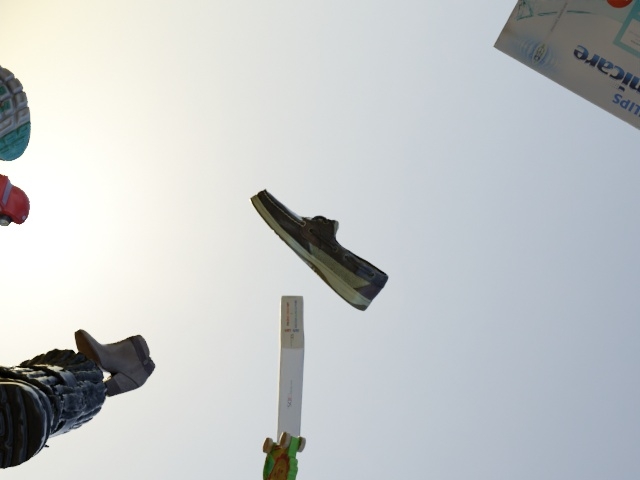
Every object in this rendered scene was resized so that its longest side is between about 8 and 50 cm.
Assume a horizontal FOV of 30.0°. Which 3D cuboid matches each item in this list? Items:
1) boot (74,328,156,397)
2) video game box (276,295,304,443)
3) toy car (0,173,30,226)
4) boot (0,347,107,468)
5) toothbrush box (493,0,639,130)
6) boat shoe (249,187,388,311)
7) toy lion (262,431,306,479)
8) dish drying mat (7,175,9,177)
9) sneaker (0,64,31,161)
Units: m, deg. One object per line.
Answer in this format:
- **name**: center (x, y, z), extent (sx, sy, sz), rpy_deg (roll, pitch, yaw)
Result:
- **boot**: center (-0.276, 0.153, 1.626), extent (0.042, 0.118, 0.087), rpy_deg (-1, -153, 47)
- **video game box**: center (-0.053, 0.229, 2.098), extent (0.187, 0.048, 0.205), rpy_deg (-98, -170, -64)
- **toy car**: center (-0.537, -0.073, 1.606), extent (0.225, 0.239, 0.053), rpy_deg (-42, 170, -42)
- **boot**: center (-0.459, 0.205, 1.475), extent (0.260, 0.348, 0.131), rpy_deg (-51, 146, -84)
- **toothbrush box**: center (0.357, -0.284, 1.271), extent (0.126, 0.216, 0.295), rpy_deg (-18, 139, -62)
- **boat shoe**: center (0.000, 0.000, 1.654), extent (0.073, 0.223, 0.080), rpy_deg (-46, 179, 4)
- **toy lion**: center (-0.057, 0.322, 1.679), extent (0.100, 0.034, 0.096), rpy_deg (-31, -138, 60)
- **dish drying mat**: center (-0.498, -0.069, 1.800), extent (0.032, 0.008, 0.083), rpy_deg (-59, 176, 36)
- **sneaker**: center (-0.306, -0.130, 1.081), extent (0.065, 0.166, 0.076), rpy_deg (-27, 156, -17)
